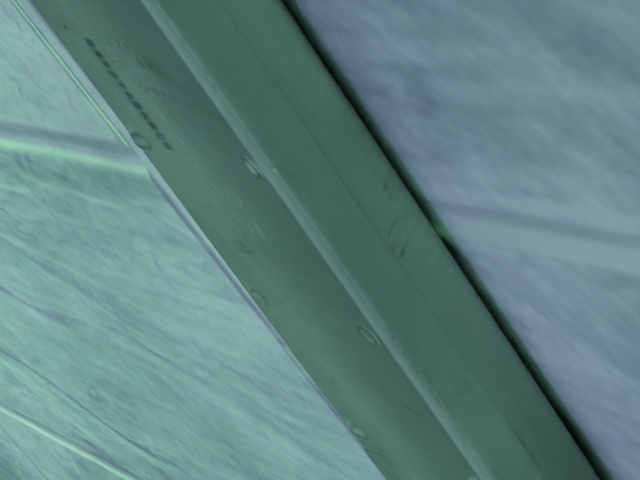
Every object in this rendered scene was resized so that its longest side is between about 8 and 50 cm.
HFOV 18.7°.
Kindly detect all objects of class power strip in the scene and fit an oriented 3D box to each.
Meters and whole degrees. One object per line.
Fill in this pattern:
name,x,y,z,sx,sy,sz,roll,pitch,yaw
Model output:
power strip,0.000,0.000,0.694,0.106,0.043,0.367,18,148,57
